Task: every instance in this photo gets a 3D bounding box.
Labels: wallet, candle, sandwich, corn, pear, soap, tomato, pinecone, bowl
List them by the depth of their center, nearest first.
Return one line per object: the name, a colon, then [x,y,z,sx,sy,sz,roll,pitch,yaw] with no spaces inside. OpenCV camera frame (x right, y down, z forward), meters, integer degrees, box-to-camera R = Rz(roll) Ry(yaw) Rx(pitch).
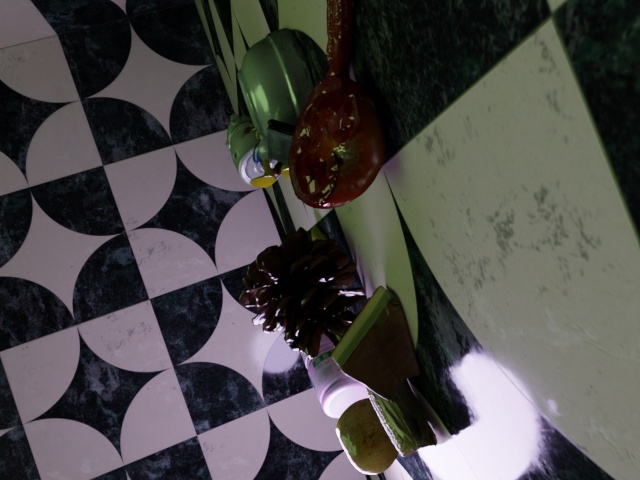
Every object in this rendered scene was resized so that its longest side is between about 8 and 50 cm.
candle: [0.034,-0.373,0.757,0.051,0.048,0.329,24,153,14]
tomato: [0.042,-0.172,0.836,0.200,0.140,0.232,49,123,47]
sandwich: [0.163,0.251,1.102,0.186,0.220,0.108,35,177,-17]
corn: [0.197,0.412,1.184,0.123,0.122,0.305,92,157,-44]
wallet: [-0.063,-0.244,1.203,0.222,0.168,0.036,120,165,-77]
bowl: [-0.124,-0.402,1.245,0.307,0.164,0.306,160,90,-83]
pinecone: [-0.025,0.175,1.326,0.384,0.385,0.384,160,90,-80]
pear: [0.175,0.647,1.521,0.228,0.211,0.188,52,-178,24]
soap: [-0.001,0.000,1.650,0.140,0.045,0.088,-128,25,-61]

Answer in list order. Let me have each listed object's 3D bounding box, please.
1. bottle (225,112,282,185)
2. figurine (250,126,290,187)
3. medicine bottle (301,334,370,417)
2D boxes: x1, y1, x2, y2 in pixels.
bottle: [-0.294,-0.398,1.949,0.229,0.229,0.351,80,163,-44]
figurine: [-0.165,-0.353,1.666,0.283,0.205,0.337,83,177,-77]
medicine bottle: [0.058,0.553,1.911,0.325,0.212,0.211,-121,15,-53]
